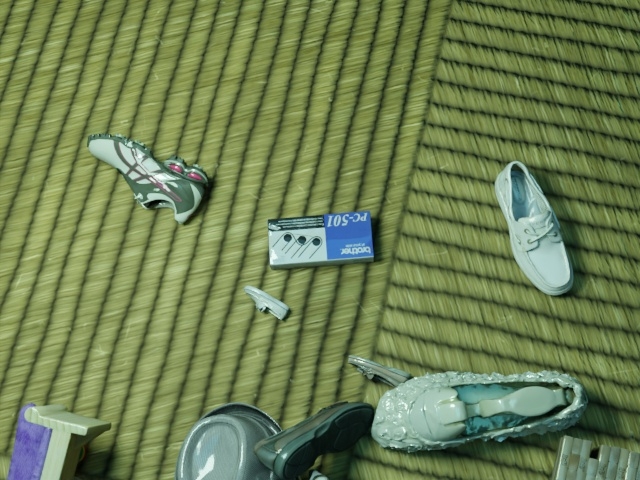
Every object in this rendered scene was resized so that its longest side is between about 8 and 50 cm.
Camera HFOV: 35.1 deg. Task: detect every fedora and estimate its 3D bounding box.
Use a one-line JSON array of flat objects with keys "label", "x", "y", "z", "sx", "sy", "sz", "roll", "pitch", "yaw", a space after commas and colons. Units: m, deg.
[{"label": "fedora", "x": -0.175, "y": 0.426, "z": 1.827, "sx": 0.243, "sy": 0.124, "sz": 0.276, "roll": 7, "pitch": 75, "yaw": 22}]

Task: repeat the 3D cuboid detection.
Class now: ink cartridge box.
[{"label": "ink cartridge box", "x": 0.000, "y": 0.000, "z": 2.018, "sx": 0.207, "sy": 0.046, "sz": 0.097, "roll": -4, "pitch": 74, "yaw": 1}]

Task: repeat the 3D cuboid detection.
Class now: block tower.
[{"label": "block tower", "x": 0.591, "y": 0.437, "z": 1.826, "sx": 0.335, "sy": 0.091, "sz": 0.097, "roll": 14, "pitch": 74, "yaw": 7}]

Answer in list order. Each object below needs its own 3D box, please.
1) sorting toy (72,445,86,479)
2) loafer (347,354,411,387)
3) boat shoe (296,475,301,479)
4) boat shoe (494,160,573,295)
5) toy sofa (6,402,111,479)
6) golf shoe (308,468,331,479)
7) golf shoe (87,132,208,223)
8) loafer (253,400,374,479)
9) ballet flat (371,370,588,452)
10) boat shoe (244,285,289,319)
[{"label": "sorting toy", "x": -0.458, "y": 0.514, "z": 1.873, "sx": 0.132, "sy": 0.046, "sz": 0.275, "roll": 19, "pitch": 85, "yaw": 9}, {"label": "loafer", "x": 0.109, "y": 0.254, "z": 1.935, "sx": 0.125, "sy": 0.045, "sz": 0.039, "roll": 17, "pitch": 81, "yaw": 5}, {"label": "boat shoe", "x": -0.070, "y": 0.416, "z": 1.888, "sx": 0.056, "sy": 0.049, "sz": 0.152, "roll": -26, "pitch": 72, "yaw": -3}, {"label": "boat shoe", "x": 0.416, "y": -0.027, "z": 1.978, "sx": 0.098, "sy": 0.096, "sz": 0.277, "roll": -21, "pitch": 73, "yaw": -4}, {"label": "toy sofa", "x": -0.510, "y": 0.473, "z": 1.786, "sx": 0.177, "sy": 0.150, "sz": 0.363, "roll": 13, "pitch": 85, "yaw": 7}, {"label": "golf shoe", "x": -0.043, "y": 0.491, "z": 1.788, "sx": 0.186, "sy": 0.067, "sz": 0.086, "roll": -48, "pitch": 51, "yaw": -1}, {"label": "golf shoe", "x": -0.364, "y": -0.134, "z": 2.053, "sx": 0.272, "sy": 0.105, "sz": 0.120, "roll": 22, "pitch": 82, "yaw": 10}, {"label": "loafer", "x": -0.009, "y": 0.343, "z": 1.834, "sx": 0.084, "sy": 0.267, "sz": 0.096, "roll": 24, "pitch": 117, "yaw": 33}, {"label": "ballet flat", "x": 0.292, "y": 0.302, "z": 1.859, "sx": 0.408, "sy": 0.147, "sz": 0.147, "roll": -9, "pitch": 72, "yaw": 0}, {"label": "boat shoe", "x": -0.111, "y": 0.124, "z": 1.992, "sx": 0.100, "sy": 0.035, "sz": 0.035, "roll": 30, "pitch": 74, "yaw": 5}]
